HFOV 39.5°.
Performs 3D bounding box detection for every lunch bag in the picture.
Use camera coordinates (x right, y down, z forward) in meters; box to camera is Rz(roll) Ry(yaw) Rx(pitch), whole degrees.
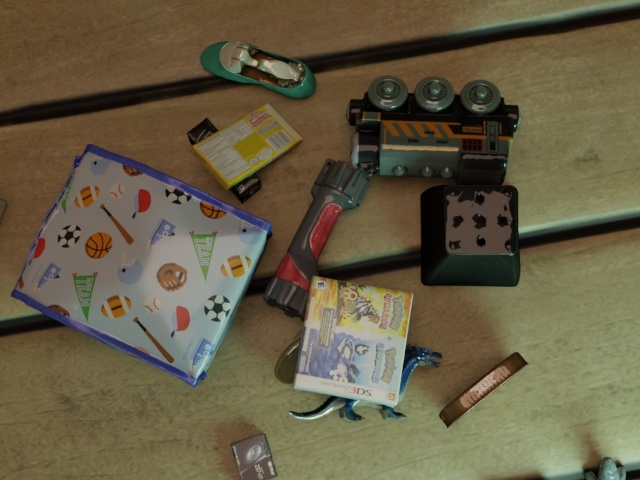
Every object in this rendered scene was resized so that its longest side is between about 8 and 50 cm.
[{"bbox_3d":[-0.323,0.039,1.628,0.385,0.239,0.328,24,82,0],"label":"lunch bag"}]

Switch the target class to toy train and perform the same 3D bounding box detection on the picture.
[{"bbox_3d":[0.212,-0.202,1.688,0.333,0.142,0.190,3,63,3],"label":"toy train"}]

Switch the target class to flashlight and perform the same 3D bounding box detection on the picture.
[{"bbox_3d":[0.000,0.000,1.695,0.103,0.103,0.304,14,71,46],"label":"flashlight"}]

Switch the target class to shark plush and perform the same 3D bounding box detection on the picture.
[{"bbox_3d":[0.514,0.468,1.589,0.073,0.067,0.161,5,78,3],"label":"shark plush"}]

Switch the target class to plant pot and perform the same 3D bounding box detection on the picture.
[{"bbox_3d":[0.284,-0.021,1.651,0.188,0.167,0.188,1,78,3],"label":"plant pot"}]

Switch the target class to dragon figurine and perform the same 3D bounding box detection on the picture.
[{"bbox_3d":[0.081,0.259,1.639,0.289,0.085,0.144,-4,76,-3],"label":"dragon figurine"}]

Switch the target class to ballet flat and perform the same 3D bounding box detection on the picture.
[{"bbox_3d":[-0.126,-0.353,1.775,0.247,0.087,0.083,18,80,6],"label":"ballet flat"}]

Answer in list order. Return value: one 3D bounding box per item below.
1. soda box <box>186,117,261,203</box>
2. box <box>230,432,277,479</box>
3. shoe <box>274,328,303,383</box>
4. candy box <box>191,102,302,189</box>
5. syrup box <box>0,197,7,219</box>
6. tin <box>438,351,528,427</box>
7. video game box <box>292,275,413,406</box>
[{"bbox_3d":[-0.188,-0.157,1.750,0.053,0.060,0.169,-40,80,-10],"label":"soda box"},{"bbox_3d":[-0.123,0.407,1.651,0.067,0.018,0.083,-17,78,-1],"label":"box"},{"bbox_3d":[0.002,0.187,1.679,0.219,0.058,0.076,-41,100,-2],"label":"shoe"},{"bbox_3d":[-0.140,-0.184,1.724,0.105,0.027,0.206,46,54,12],"label":"candy box"},{"bbox_3d":[-0.750,-0.073,1.736,0.236,0.093,0.096,17,80,6],"label":"syrup box"},{"bbox_3d":[0.295,0.270,1.619,0.189,0.106,0.040,-37,79,-6],"label":"tin"},{"bbox_3d":[0.058,0.179,1.589,0.187,0.048,0.205,10,76,-3],"label":"video game box"}]
